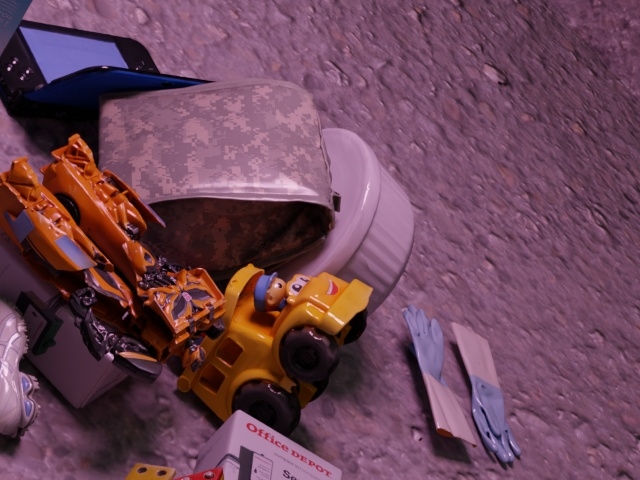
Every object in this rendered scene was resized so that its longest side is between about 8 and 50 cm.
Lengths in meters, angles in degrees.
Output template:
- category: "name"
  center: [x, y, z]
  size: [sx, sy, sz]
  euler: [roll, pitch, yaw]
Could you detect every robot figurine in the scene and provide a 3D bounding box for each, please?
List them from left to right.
- category: "robot figurine"
  center: [-0.222, 0.024, 1.745]
  size: [0.291, 0.085, 0.211]
  euler: [46, 33, 6]

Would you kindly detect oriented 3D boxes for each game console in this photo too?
- category: "game console"
  center: [-0.269, -0.242, 2.131]
  size: [0.293, 0.173, 0.250]
  euler: [4, 47, -46]

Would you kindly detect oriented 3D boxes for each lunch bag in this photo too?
- category: "lunch bag"
  center: [-0.125, -0.074, 1.978]
  size: [0.287, 0.169, 0.235]
  euler: [-7, 43, -2]

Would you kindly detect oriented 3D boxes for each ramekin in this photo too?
- category: "ramekin"
  center: [0.000, 0.000, 2.048]
  size: [0.127, 0.273, 0.273]
  euler: [37, 28, -34]

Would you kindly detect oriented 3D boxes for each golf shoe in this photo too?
- category: "golf shoe"
  center: [-0.351, 0.124, 1.681]
  size: [0.086, 0.069, 0.176]
  euler: [8, 42, -34]

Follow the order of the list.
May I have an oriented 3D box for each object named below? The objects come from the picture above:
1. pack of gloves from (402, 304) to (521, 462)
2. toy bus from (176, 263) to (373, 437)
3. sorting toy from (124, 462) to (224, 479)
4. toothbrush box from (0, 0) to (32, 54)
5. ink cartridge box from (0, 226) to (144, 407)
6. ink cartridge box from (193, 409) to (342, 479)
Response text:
- category: "pack of gloves"
  center: [0.184, 0.205, 2.212]
  size: [0.195, 0.046, 0.232]
  euler: [30, 33, -39]
- category: "toy bus"
  center: [-0.074, 0.104, 1.874]
  size: [0.211, 0.220, 0.149]
  euler: [37, 27, 5]
- category: "sorting toy"
  center: [-0.121, 0.276, 1.600]
  size: [0.274, 0.046, 0.132]
  euler: [20, 37, 39]
- category: "toothbrush box"
  center: [-0.419, -0.286, 1.881]
  size: [0.126, 0.295, 0.216]
  euler: [28, 26, -20]
- category: "ink cartridge box"
  center: [-0.284, 0.060, 1.806]
  size: [0.219, 0.092, 0.160]
  euler: [44, 31, 6]
- category: "ink cartridge box"
  center: [-0.065, 0.306, 1.741]
  size: [0.153, 0.087, 0.208]
  euler: [32, 31, -16]
